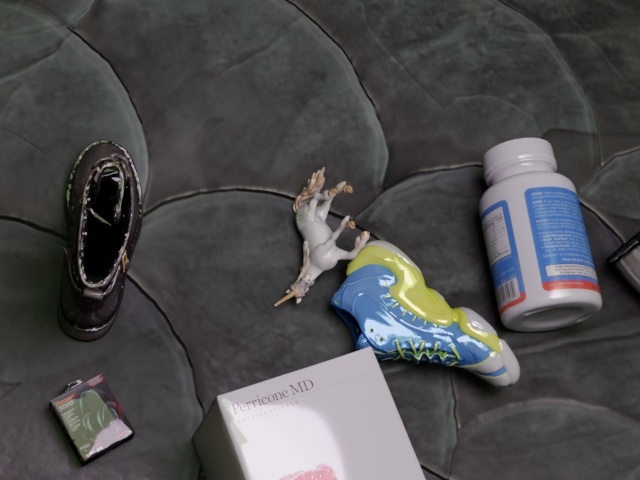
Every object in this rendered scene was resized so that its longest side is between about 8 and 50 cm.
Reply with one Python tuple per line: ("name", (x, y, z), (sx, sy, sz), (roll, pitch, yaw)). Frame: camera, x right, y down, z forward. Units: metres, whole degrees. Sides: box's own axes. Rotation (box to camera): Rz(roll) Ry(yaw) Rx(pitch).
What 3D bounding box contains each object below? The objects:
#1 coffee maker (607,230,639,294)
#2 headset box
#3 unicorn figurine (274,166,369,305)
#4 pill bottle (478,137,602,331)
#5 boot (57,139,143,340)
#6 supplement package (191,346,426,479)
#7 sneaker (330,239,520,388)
("coffee maker", (0.474, 0.043, 1.333), (0.120, 0.171, 0.178), (-31, 79, -42))
("headset box", (-0.244, 0.187, 1.137), (0.062, 0.032, 0.083), (-27, 78, -25))
("unicorn figurine", (0.000, 0.000, 1.267), (0.060, 0.111, 0.162), (32, 34, -33))
("pill bottle", (0.264, -0.009, 1.321), (0.124, 0.124, 0.222), (0, 68, -16))
("boot", (-0.223, -0.030, 1.128), (0.091, 0.229, 0.263), (6, 65, -14))
("supplement package", (0.007, 0.287, 1.084), (0.177, 0.175, 0.293), (-16, 72, -21))
("sneaker", (0.111, 0.115, 1.253), (0.240, 0.091, 0.126), (41, 74, 12))
